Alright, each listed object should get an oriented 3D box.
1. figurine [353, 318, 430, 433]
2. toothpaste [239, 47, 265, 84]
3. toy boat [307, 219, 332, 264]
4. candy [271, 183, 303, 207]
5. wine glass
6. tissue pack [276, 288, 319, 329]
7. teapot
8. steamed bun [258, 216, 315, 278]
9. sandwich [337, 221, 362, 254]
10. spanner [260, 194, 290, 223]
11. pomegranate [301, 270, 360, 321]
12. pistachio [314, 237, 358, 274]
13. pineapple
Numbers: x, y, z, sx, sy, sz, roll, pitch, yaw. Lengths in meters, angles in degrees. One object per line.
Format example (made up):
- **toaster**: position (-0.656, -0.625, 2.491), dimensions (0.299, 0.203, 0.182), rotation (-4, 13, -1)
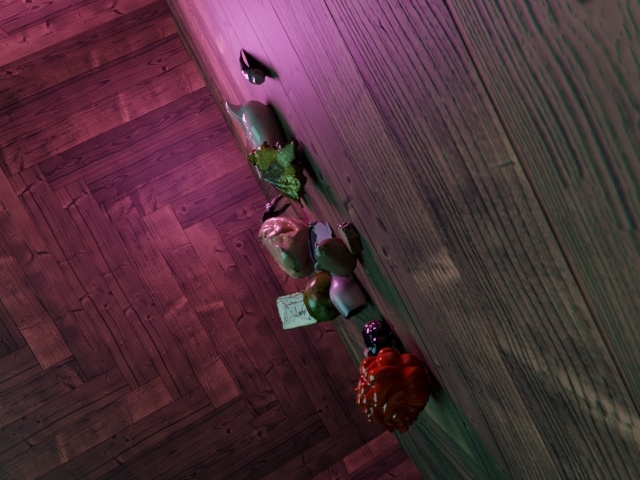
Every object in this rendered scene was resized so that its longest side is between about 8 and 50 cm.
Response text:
- **figurine**: position (0.220, 0.434, 1.329), dimensions (0.412, 0.241, 0.306), rotation (-90, 1, -69)
- **toothpaste**: position (-0.218, -0.537, 1.273), dimensions (0.075, 0.048, 0.301), rotation (34, -163, -35)
- **toy boat**: position (0.000, 0.000, 1.605), dimensions (0.291, 0.067, 0.220), rotation (118, 141, -73)
- **candy**: position (-0.156, -0.252, 1.675), dimensions (0.143, 0.101, 0.271), rotation (40, 163, 55)
- **wine glass**: position (0.079, 0.170, 1.530), dimensions (0.241, 0.126, 0.126), rotation (61, 172, 26)
- **tissue pack**: position (-0.036, 0.306, 1.916), dimensions (0.274, 0.200, 0.167), rotation (-6, -101, -57)
- **teapot**: position (-0.217, -0.374, 1.455), dimensions (0.208, 0.166, 0.300), rotation (-3, 105, 68)
- **steamed bun**: position (-0.135, 0.019, 1.951), dimensions (0.325, 0.230, 0.372), rotation (47, 167, 26)
- **sandwich**: position (0.080, -0.019, 1.196), dimensions (0.105, 0.035, 0.093), rotation (54, 170, 47)
- **spanner**: position (-0.233, -0.160, 2.077), dimensions (0.096, 0.040, 0.325), rotation (61, -153, -16)
- **pomegranate**: position (0.046, 0.235, 1.674), dimensions (0.211, 0.263, 0.211), rotation (13, -90, -81)
- **pistachio**: position (0.049, 0.048, 1.271), dimensions (0.185, 0.126, 0.108), rotation (39, -143, -53)
- **pineapple**: position (-0.103, -0.267, 1.334), dimensions (0.250, 0.140, 0.164), rotation (34, 119, 23)
